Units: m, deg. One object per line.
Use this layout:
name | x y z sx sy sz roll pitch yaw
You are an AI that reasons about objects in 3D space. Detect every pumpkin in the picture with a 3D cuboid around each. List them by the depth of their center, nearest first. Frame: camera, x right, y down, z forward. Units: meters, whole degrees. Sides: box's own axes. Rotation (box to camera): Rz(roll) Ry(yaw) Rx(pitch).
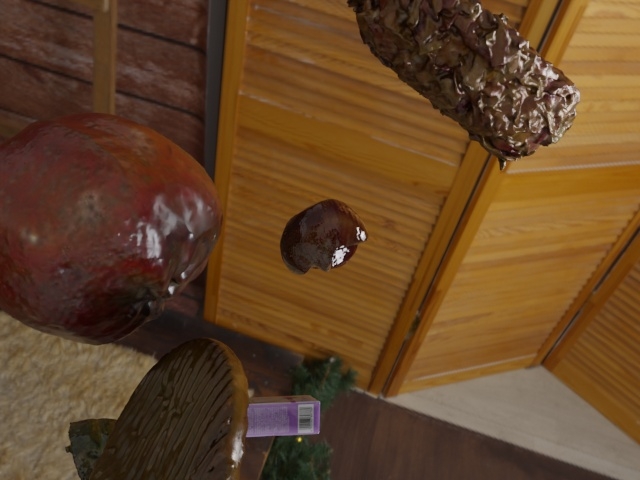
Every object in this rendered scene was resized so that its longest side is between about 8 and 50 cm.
pumpkin | -0.354 0.435 1.068 0.111 0.163 0.278 -27 78 -4

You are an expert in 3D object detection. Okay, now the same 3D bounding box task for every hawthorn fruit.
hawthorn fruit | -0.270 -0.039 0.638 0.300 0.254 0.254 42 46 5

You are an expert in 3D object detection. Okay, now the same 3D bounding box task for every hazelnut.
hazelnut | 0.000 -0.003 1.347 0.160 0.201 0.170 51 16 -3

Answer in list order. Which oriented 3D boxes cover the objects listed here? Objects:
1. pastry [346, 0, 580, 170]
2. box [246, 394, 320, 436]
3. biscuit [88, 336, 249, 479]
pastry | 0.080 -0.103 0.341 0.169 0.063 0.087 32 -2 -20
box | -0.062 0.189 0.629 0.117 0.050 0.036 1 83 -12
biscuit | -0.166 0.238 0.545 0.040 0.318 0.318 31 35 -25
